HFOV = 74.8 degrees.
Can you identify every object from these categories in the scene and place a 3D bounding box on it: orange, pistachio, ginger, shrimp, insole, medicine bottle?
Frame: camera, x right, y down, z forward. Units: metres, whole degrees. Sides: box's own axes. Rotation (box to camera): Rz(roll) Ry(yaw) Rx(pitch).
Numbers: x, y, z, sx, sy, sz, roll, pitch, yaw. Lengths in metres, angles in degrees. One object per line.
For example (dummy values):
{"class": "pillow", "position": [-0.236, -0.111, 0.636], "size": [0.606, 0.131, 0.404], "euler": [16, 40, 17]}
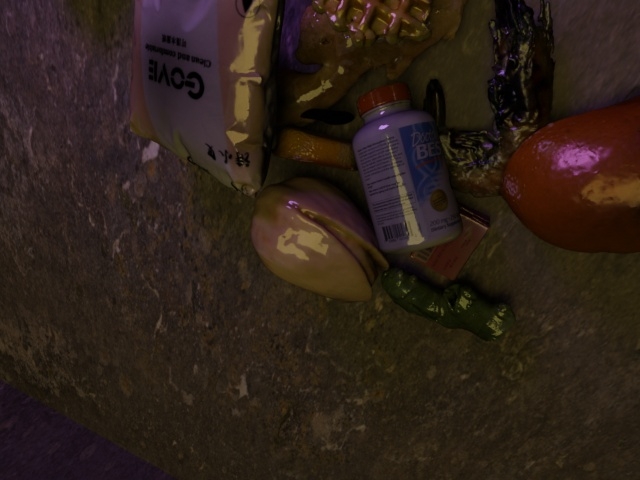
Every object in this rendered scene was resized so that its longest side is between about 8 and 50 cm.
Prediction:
{"class": "orange", "position": [0.496, -0.102, 0.687], "size": [0.310, 0.274, 0.274], "euler": [-25, 109, -10]}
{"class": "pistachio", "position": [0.000, 0.000, 0.886], "size": [0.321, 0.229, 0.238], "euler": [39, 167, -16]}
{"class": "ginger", "position": [0.274, 0.134, 0.921], "size": [0.289, 0.089, 0.137], "euler": [17, 156, 22]}
{"class": "shrimp", "position": [0.282, -0.243, 0.742], "size": [0.233, 0.071, 0.365], "euler": [1, 122, 27]}
{"class": "insole", "position": [0.017, -0.236, 0.801], "size": [0.053, 0.152, 0.002], "euler": [-21, 84, 41]}
{"class": "medicine bottle", "position": [0.150, -0.130, 0.766], "size": [0.157, 0.157, 0.289], "euler": [-14, 94, 27]}
{"class": "ginger", "position": [0.039, -0.341, 0.753], "size": [0.348, 0.122, 0.363], "euler": [28, 113, 16]}

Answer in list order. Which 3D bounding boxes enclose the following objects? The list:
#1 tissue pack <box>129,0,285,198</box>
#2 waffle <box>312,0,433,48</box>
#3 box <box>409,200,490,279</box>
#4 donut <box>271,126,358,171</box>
{"class": "tissue pack", "position": [-0.204, -0.314, 0.777], "size": [0.375, 0.195, 0.390], "euler": [28, 119, 33]}
{"class": "waffle", "position": [0.100, -0.425, 0.635], "size": [0.291, 0.051, 0.291], "euler": [0, 81, 1]}
{"class": "box", "position": [0.268, -0.006, 0.871], "size": [0.111, 0.060, 0.156], "euler": [30, 124, 8]}
{"class": "donut", "position": [-0.007, -0.182, 0.830], "size": [0.162, 0.178, 0.065], "euler": [29, 110, 53]}
